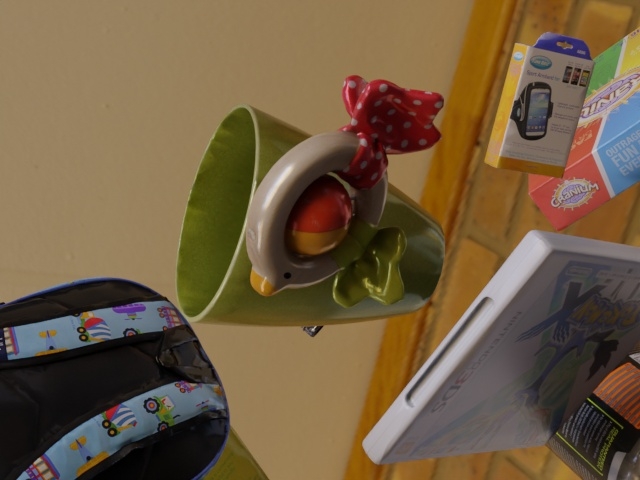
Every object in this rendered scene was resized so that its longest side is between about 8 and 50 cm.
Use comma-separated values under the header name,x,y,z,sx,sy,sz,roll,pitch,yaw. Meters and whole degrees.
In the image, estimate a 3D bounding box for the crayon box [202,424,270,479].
name,x,y,z,sx,sy,sz,roll,pitch,yaw
crayon box,-0.127,0.293,0.957,0.202,0.081,0.318,-49,-63,-39

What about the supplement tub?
name,x,y,z,sx,sy,sz,roll,pitch,yaw
supplement tub,0.426,0.252,1.349,0.207,0.338,0.207,-11,-62,-21

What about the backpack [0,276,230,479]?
name,x,y,z,sx,sy,sz,roll,pitch,yaw
backpack,-0.149,0.107,0.578,0.173,0.158,0.117,-19,-25,-33

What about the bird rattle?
name,x,y,z,sx,sy,sz,roll,pitch,yaw
bird rattle,0.021,-0.038,0.979,0.207,0.143,0.253,-23,-37,-37

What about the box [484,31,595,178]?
name,x,y,z,sx,sy,sz,roll,pitch,yaw
box,0.216,-0.133,0.978,0.081,0.028,0.136,7,-78,-24

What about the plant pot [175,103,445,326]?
name,x,y,z,sx,sy,sz,roll,pitch,yaw
plant pot,0.000,0.000,1.275,0.293,0.275,0.274,15,-78,-22

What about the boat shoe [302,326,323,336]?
name,x,y,z,sx,sy,sz,roll,pitch,yaw
boat shoe,0.019,0.108,1.642,0.125,0.038,0.046,-40,-19,-18

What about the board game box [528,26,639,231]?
name,x,y,z,sx,sy,sz,roll,pitch,yaw
board game box,0.377,-0.163,1.262,0.242,0.316,0.064,-35,-75,24

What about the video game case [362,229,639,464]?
name,x,y,z,sx,sy,sz,roll,pitch,yaw
video game case,0.237,0.123,1.086,0.329,0.036,0.300,7,-54,-46
